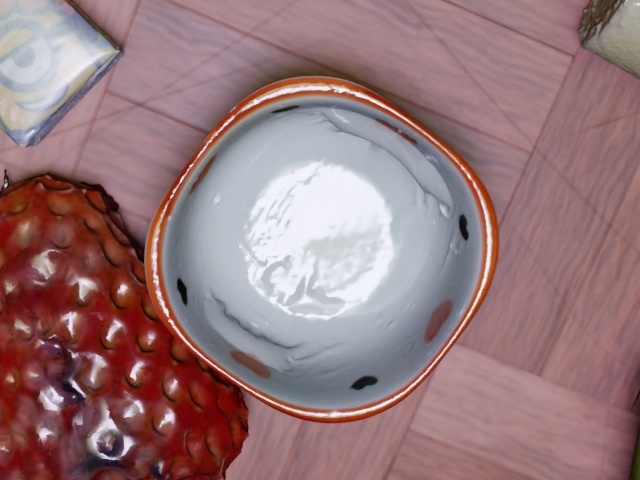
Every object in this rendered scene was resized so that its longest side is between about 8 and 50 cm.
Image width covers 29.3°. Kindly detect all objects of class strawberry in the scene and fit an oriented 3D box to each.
[{"bbox_3d":[-0.174,0.111,0.932,0.253,0.150,0.280,17,101,-5],"label":"strawberry"}]

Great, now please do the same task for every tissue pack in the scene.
[{"bbox_3d":[-0.237,-0.156,0.922,0.108,0.060,0.148,-44,100,5],"label":"tissue pack"}]

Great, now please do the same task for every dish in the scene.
[{"bbox_3d":[0.000,0.000,0.929,0.256,0.117,0.256,0,100,-2],"label":"dish"}]

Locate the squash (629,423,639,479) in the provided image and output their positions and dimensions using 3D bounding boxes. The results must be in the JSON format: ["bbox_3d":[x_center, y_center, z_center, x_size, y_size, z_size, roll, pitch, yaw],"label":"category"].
[{"bbox_3d":[0.345,0.298,0.927,0.263,0.263,0.384,6,100,-3],"label":"squash"}]

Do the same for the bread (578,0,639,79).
[{"bbox_3d":[0.287,-0.174,0.897,0.141,0.134,0.148,27,112,-6],"label":"bread"}]
